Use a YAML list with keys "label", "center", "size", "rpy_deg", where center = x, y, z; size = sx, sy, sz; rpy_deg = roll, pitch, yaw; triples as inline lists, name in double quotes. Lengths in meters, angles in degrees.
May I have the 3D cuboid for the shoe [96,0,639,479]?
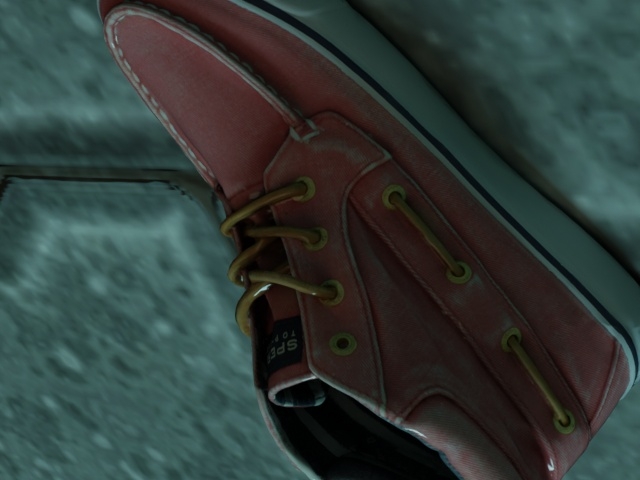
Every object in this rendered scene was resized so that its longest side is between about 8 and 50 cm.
- label: "shoe"
  center: [0.000, 0.000, 0.506]
  size: [0.178, 0.081, 0.063]
  rpy_deg: [40, 146, -3]
